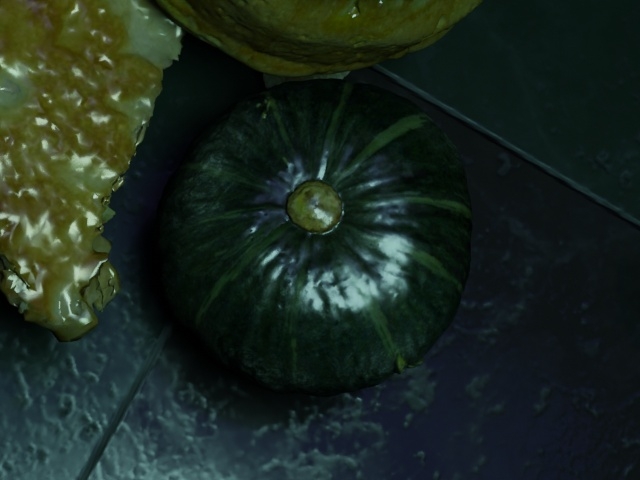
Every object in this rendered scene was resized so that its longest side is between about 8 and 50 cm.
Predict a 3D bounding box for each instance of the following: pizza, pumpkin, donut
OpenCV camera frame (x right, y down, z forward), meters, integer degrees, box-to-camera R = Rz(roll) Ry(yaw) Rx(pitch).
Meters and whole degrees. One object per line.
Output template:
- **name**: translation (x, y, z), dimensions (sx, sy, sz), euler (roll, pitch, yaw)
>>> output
- **pizza**: translation (-0.226, -0.127, 1.164), dimensions (0.439, 0.130, 0.406), euler (-3, 77, -26)
- **pumpkin**: translation (-0.001, -0.002, 1.177), dimensions (0.211, 0.152, 0.212), euler (0, 82, 3)
- **donut**: translation (0.012, -0.214, 1.155), dimensions (0.261, 0.128, 0.209), euler (-16, 94, -24)

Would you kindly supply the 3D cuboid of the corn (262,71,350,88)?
- **corn**: translation (0.017, -0.203, 1.265), dimensions (0.087, 0.087, 0.211), euler (19, 72, -9)
